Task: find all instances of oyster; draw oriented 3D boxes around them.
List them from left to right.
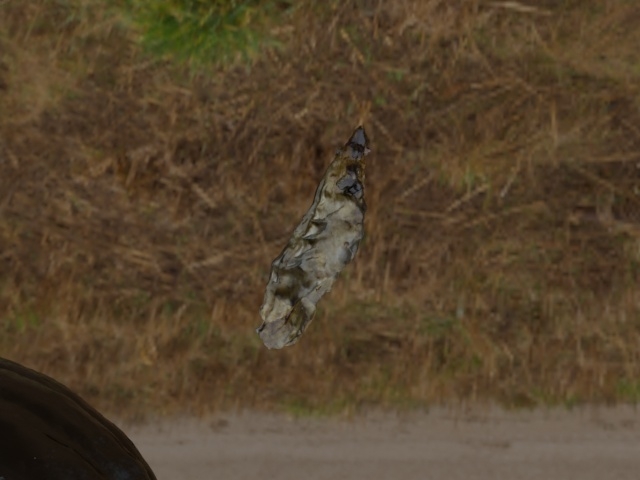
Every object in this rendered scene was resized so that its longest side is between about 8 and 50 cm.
[{"bbox_3d":[0.002,0.001,1.676,0.078,0.345,0.129,27,-174,38],"label":"oyster"}]

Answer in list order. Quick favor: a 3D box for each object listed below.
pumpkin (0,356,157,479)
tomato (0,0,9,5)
[{"bbox_3d":[-0.236,0.237,0.673,0.266,0.363,0.363,28,142,1],"label":"pumpkin"},{"bbox_3d":[-0.387,-0.331,1.135,0.270,0.270,0.222,30,119,-25],"label":"tomato"}]
